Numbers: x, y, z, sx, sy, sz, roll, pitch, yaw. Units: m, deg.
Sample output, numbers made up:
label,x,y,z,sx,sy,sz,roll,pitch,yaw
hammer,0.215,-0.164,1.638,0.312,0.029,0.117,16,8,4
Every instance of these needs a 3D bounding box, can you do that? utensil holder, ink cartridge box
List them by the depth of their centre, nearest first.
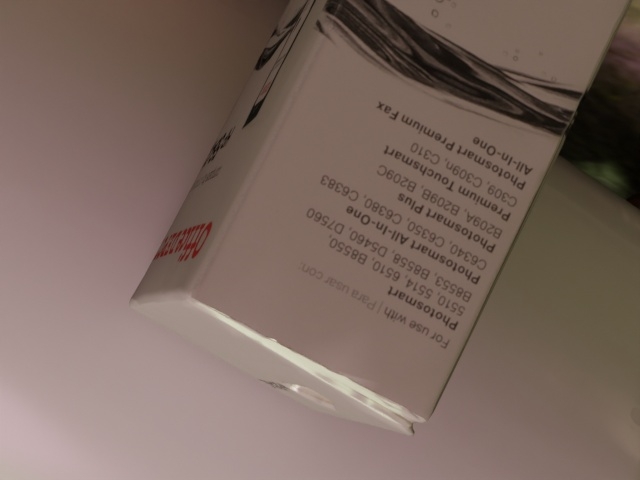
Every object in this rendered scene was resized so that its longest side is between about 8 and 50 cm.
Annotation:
label,x,y,z,sx,sy,sz,roll,pitch,yaw
ink cartridge box,0.024,-0.047,0.553,0.086,0.203,0.148,29,170,-10
utensil holder,-0.076,0.028,0.766,0.385,0.327,0.327,31,171,-9

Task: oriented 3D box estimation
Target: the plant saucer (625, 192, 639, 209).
label,x,y,z,sx,sy,sz,roll,pitch,yaw
plant saucer,0.241,0.022,0.861,0.200,0.037,0.200,27,171,5
